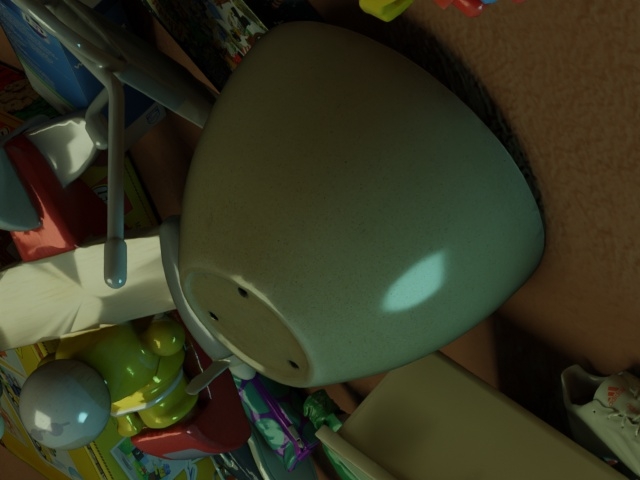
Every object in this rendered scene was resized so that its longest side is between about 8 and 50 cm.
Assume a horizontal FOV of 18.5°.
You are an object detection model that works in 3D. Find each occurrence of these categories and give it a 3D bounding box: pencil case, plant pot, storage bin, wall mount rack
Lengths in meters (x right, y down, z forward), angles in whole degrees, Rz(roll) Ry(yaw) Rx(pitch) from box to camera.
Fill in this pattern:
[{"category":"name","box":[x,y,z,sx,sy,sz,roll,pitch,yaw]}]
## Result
[{"category":"pencil case","box":[-0.055,0.169,2.093,0.151,0.064,0.070,52,174,0]},{"category":"plant pot","box":[0.000,0.000,1.509,0.284,0.191,0.284,33,154,18]},{"category":"storage bin","box":[0.170,0.232,1.607,0.262,0.123,0.260,33,168,39]},{"category":"wall mount rack","box":[-0.151,-0.074,1.622,0.304,0.130,0.350,47,-169,33]}]

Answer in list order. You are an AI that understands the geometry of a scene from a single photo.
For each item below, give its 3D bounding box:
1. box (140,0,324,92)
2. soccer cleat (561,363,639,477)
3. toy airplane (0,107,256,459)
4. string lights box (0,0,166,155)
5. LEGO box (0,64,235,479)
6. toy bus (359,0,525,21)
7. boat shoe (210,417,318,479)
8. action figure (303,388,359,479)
[{"category":"box","box":[-0.089,-0.204,1.635,0.233,0.044,0.159,49,157,9]},{"category":"soccer cleat","box":[0.242,0.138,1.476,0.196,0.068,0.076,8,128,64]},{"category":"toy airplane","box":[-0.225,0.067,1.879,0.384,0.272,0.386,19,141,-1]},{"category":"string lights box","box":[-0.238,-0.197,1.835,0.133,0.077,0.259,41,165,25]},{"category":"LEGO box","box":[-0.320,0.059,2.273,0.372,0.193,0.500,25,145,48]},{"category":"toy bus","box":[0.044,-0.215,1.268,0.211,0.149,0.220,39,161,-9]},{"category":"boat shoe","box":[-0.093,0.215,2.156,0.079,0.095,0.254,-30,103,28]},{"category":"action figure","box":[0.069,0.235,1.951,0.232,0.063,0.137,44,158,12]}]
